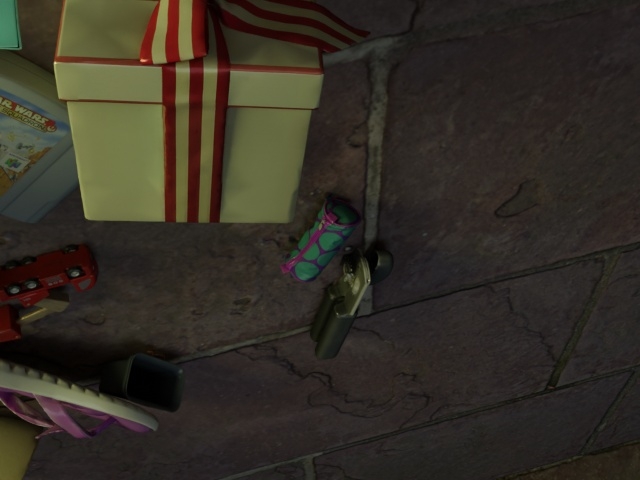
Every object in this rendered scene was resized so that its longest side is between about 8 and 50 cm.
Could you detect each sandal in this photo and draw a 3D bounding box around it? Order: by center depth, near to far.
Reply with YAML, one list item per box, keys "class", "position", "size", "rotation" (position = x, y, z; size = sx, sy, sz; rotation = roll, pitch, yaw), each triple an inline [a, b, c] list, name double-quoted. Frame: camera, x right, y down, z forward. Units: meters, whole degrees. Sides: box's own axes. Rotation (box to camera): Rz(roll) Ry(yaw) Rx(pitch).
- class: "sandal"
  position: [-0.460, 0.268, 1.375]
  size: [0.416, 0.102, 0.169]
  rotation: [30, 162, -35]

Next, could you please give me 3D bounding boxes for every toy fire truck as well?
- class: "toy fire truck"
  position: [-0.413, 0.080, 1.238]
  size: [0.192, 0.047, 0.135]
  rotation: [-16, 147, -6]

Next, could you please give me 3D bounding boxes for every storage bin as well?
- class: "storage bin"
  position: [-0.322, 0.247, 1.495]
  size: [0.091, 0.098, 0.135]
  rotation: [-5, 157, 34]

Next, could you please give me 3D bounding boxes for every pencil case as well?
- class: "pencil case"
  position: [0.000, 0.000, 1.308]
  size: [0.070, 0.064, 0.152]
  rotation: [-11, 149, -41]

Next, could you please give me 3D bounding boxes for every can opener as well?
- class: "can opener"
  position: [0.058, 0.115, 1.490]
  size: [0.095, 0.076, 0.283]
  rotation: [-4, 145, -19]

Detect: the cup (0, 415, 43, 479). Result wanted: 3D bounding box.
- class: "cup"
  position: [-0.654, 0.425, 1.420]
  size: [0.237, 0.331, 0.331]
  rotation: [27, 130, -15]

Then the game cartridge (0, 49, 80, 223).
- class: "game cartridge"
  position: [-0.387, -0.128, 0.952]
  size: [0.198, 0.062, 0.297]
  rotation: [-32, 144, 27]

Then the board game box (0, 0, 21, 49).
- class: "board game box"
  position: [-0.384, -0.306, 0.673]
  size: [0.253, 0.079, 0.336]
  rotation: [-5, 144, -20]

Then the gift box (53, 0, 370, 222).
- class: "gift box"
  position: [-0.107, -0.186, 0.831]
  size: [0.276, 0.255, 0.258]
  rotation: [-4, 146, -11]
